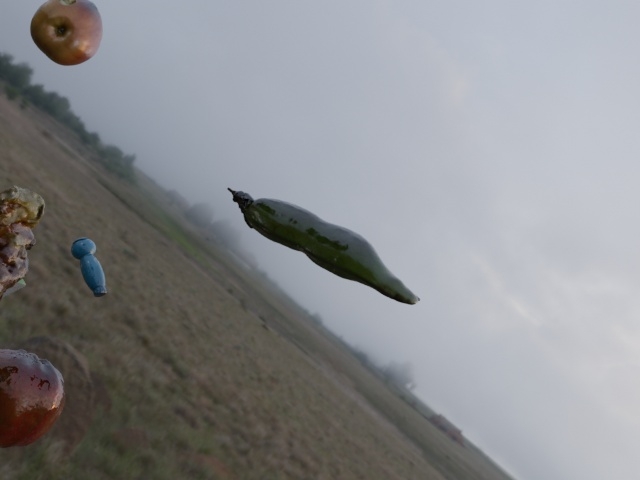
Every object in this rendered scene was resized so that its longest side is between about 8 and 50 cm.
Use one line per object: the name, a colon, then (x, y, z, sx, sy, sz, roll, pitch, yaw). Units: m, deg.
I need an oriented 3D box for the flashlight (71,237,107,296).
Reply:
flashlight: (-0.475, 0.055, 1.471, 0.051, 0.051, 0.129, 59, 7, -73)

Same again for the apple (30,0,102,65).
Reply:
apple: (-0.657, -0.543, 1.846, 0.199, 0.199, 0.199, 39, -6, 5)

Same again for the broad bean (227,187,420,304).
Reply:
broad bean: (0.000, 0.000, 1.044, 0.339, 0.061, 0.077, 26, 32, 24)

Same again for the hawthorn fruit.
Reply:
hawthorn fruit: (-0.498, 0.269, 1.138, 0.157, 0.194, 0.157, 26, 1, 0)

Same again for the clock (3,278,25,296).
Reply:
clock: (-0.548, 0.002, 0.890, 0.309, 0.166, 0.235, -12, 51, -45)

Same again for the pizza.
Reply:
pizza: (-0.328, 0.040, 0.674, 0.069, 0.194, 0.154, 40, -49, -21)
